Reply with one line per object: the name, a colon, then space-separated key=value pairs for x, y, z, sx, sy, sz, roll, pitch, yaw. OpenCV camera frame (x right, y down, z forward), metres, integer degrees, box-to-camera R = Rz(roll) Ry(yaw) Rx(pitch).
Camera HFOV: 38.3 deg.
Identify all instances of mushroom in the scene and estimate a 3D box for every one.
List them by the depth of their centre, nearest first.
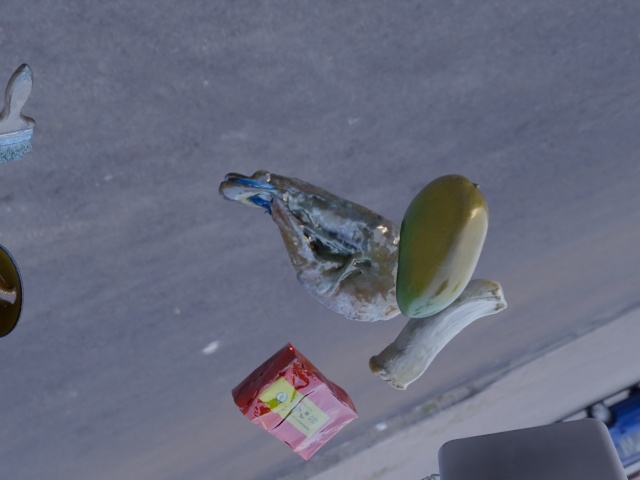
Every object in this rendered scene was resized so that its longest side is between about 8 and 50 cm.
mushroom: x=0.259 y=0.200 z=2.057 sx=0.351 sy=0.122 sz=0.095 roll=-41 pitch=168 yaw=14

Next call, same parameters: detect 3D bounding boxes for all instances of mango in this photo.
mango: x=0.194 y=0.008 z=1.526 sx=0.156 sy=0.251 sz=0.114 roll=3 pitch=153 yaw=40

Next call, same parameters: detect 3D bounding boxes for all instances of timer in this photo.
timer: x=0.241 y=0.333 z=0.996 sx=0.192 sy=0.195 sz=0.194 roll=-11 pitch=-161 yaw=9

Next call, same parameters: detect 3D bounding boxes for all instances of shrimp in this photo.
shrimp: x=0.000 y=0.000 z=1.792 sx=0.221 sy=0.446 sz=0.110 roll=-59 pitch=180 yaw=-20

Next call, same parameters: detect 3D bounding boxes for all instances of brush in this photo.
brush: x=-0.325 y=-0.131 z=0.969 sx=0.070 sy=0.021 sz=0.196 roll=-16 pitch=167 yaw=-32

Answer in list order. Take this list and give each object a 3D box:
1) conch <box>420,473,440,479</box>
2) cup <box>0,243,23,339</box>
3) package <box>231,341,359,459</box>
conch: x=0.298 y=0.580 z=1.917 sx=0.297 sy=0.210 sz=0.352 roll=25 pitch=108 yaw=-42
cup: x=-0.437 y=0.082 z=1.067 sx=0.138 sy=0.150 sz=0.113 roll=-9 pitch=164 yaw=18
package: x=-0.060 y=0.386 z=2.211 sx=0.196 sy=0.123 sz=0.423 roll=-42 pitch=144 yaw=-1
